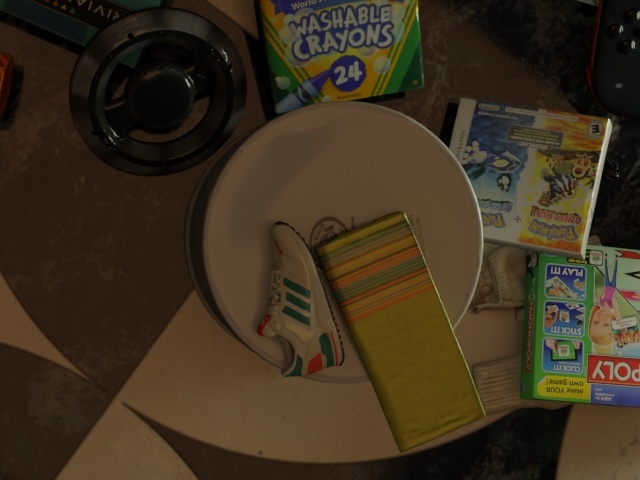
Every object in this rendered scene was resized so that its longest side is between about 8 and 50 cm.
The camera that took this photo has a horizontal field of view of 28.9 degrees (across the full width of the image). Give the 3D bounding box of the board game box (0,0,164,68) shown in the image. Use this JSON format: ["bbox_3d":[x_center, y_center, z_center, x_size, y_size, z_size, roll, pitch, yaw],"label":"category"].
[{"bbox_3d":[-0.282,-0.416,1.528,0.254,0.079,0.336,23,116,-7],"label":"board game box"}]

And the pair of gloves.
[{"bbox_3d":[0.304,0.115,1.703,0.204,0.042,0.240,-5,90,-7],"label":"pair of gloves"}]

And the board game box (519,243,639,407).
[{"bbox_3d":[0.429,0.121,1.686,0.317,0.046,0.213,6,81,-14],"label":"board game box"}]

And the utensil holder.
[{"bbox_3d":[0.000,0.000,1.490,0.328,0.385,0.327,0,91,-6],"label":"utensil holder"}]

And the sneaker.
[{"bbox_3d":[-0.034,0.063,1.264,0.075,0.057,0.161,-20,96,-12],"label":"sneaker"}]

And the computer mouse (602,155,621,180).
[{"bbox_3d":[0.312,-0.076,1.701,0.193,0.042,0.106,-39,96,-6],"label":"computer mouse"}]

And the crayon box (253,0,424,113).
[{"bbox_3d":[0.015,-0.336,1.572,0.203,0.083,0.323,-11,119,-7],"label":"crayon box"}]

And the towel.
[{"bbox_3d":[0.084,0.095,1.300,0.102,0.021,0.237,-22,94,-1],"label":"towel"}]

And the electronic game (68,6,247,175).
[{"bbox_3d":[-0.206,-0.188,1.590,0.229,0.048,0.229,-9,122,-15],"label":"electronic game"}]

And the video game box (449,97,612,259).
[{"bbox_3d":[0.265,-0.084,1.644,0.205,0.048,0.187,10,84,19],"label":"video game box"}]

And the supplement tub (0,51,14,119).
[{"bbox_3d":[-0.490,-0.211,1.559,0.190,0.117,0.117,13,89,-7],"label":"supplement tub"}]

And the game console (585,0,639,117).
[{"bbox_3d":[0.558,-0.325,1.653,0.387,0.060,0.342,0,119,-8],"label":"game console"}]

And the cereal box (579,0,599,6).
[{"bbox_3d":[0.323,-0.416,1.655,0.240,0.047,0.173,14,124,-7],"label":"cereal box"}]
